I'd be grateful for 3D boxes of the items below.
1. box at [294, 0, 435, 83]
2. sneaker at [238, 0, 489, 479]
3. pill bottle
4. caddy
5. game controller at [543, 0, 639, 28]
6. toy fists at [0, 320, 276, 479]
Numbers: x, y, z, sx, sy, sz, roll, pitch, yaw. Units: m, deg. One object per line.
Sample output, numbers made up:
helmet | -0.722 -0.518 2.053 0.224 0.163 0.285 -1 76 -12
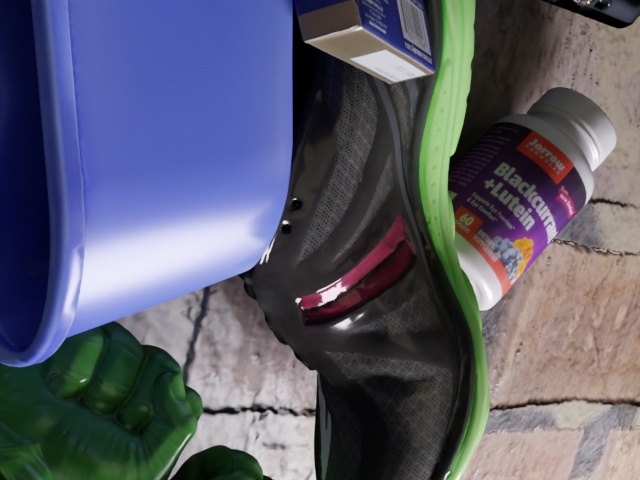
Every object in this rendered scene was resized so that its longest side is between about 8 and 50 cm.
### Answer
box | 0.010 -0.205 0.479 0.136 0.037 0.225 -2 82 -68
sneaker | 0.000 0.000 0.649 0.202 0.185 0.482 -11 103 -25
pill bottle | 0.168 -0.042 0.778 0.193 0.108 0.108 -46 127 -14
caddy | -0.149 -0.108 0.445 0.179 0.241 0.341 -15 114 -38
game controller | 0.161 -0.252 0.658 0.319 0.067 0.166 -3 84 -50
toy fists | -0.115 0.171 0.617 0.279 0.096 0.142 52 57 -10
